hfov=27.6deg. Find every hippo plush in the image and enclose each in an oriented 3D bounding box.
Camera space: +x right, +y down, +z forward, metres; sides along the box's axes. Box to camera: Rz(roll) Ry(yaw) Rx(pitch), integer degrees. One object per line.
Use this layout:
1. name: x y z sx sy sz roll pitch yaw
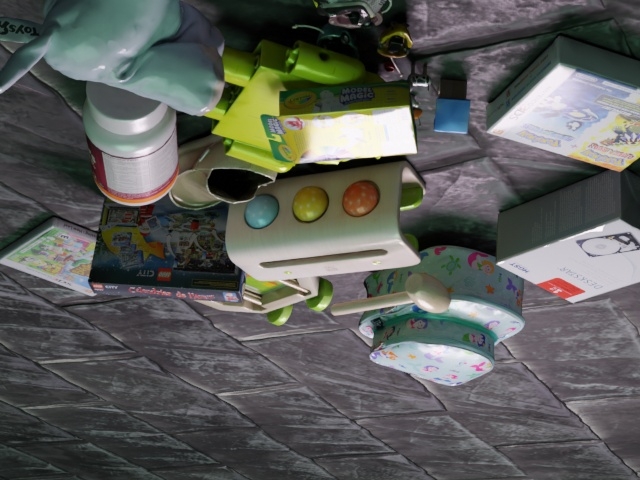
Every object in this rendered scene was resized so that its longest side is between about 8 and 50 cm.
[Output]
1. hippo plush: -0.196 -0.292 1.369 0.294 0.234 0.236 6 128 -35

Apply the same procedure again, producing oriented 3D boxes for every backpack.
1. backpack: 0.202 0.115 2.096 0.225 0.191 0.253 20 146 -25

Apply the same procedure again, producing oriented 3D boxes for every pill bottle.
1. pill bottle: -0.249 -0.144 1.716 0.121 0.121 0.221 7 154 -1

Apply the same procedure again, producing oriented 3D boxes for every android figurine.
1. android figurine: -0.028 -0.164 1.629 0.272 0.056 0.248 17 148 -21

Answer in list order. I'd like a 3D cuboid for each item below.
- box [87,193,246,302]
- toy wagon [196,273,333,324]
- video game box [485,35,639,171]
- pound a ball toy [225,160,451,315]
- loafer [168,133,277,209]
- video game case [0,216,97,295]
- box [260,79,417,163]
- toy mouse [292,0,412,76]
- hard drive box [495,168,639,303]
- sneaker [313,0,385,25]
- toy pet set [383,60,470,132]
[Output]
1. box: -0.224 0.008 1.984 0.233 0.159 0.044 4 154 6
2. toy wagon: -0.108 0.049 2.130 0.267 0.068 0.344 23 152 -31
3. video game box: 0.338 -0.166 1.628 0.205 0.048 0.187 14 156 -16
4. pound a ball toy: 0.022 0.001 1.857 0.319 0.208 0.136 -6 152 26
5. loafer: -0.141 -0.094 1.829 0.102 0.092 0.268 21 151 -27
6. video game case: -0.421 0.031 2.233 0.193 0.023 0.212 23 150 -31
7. box: 0.023 -0.139 1.565 0.179 0.043 0.105 -5 149 6
8. toy mouse: 0.039 -0.251 1.529 0.143 0.031 0.161 7 158 -3
9. hard drive box: 0.401 -0.004 1.900 0.181 0.089 0.232 24 149 -32
10. sneaker: 0.002 -0.282 1.414 0.170 0.063 0.075 17 117 -30
11. toy pet set: 0.130 -0.164 1.655 0.114 0.065 0.122 5 155 3
